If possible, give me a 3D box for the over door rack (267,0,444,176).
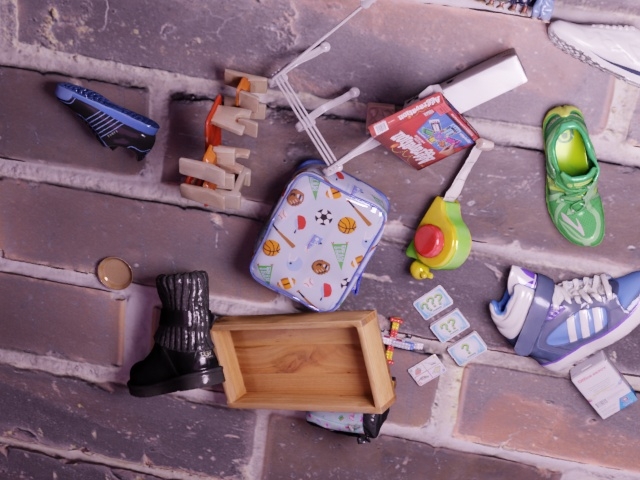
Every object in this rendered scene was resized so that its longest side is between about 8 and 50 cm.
[{"bbox_3d":[0.071,-0.299,1.762,0.324,0.108,0.239,-34,87,41],"label":"over door rack"}]

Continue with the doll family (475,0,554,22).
[{"bbox_3d":[0.371,-0.480,1.705,0.193,0.076,0.111,15,109,-2],"label":"doll family"}]

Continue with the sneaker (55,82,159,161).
[{"bbox_3d":[-0.459,-0.249,1.928,0.232,0.081,0.090,26,107,-3],"label":"sneaker"}]

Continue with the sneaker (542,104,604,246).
[{"bbox_3d":[0.493,-0.114,1.802,0.109,0.123,0.295,-13,110,14],"label":"sneaker"}]

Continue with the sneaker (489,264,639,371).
[{"bbox_3d":[0.506,0.114,1.888,0.236,0.130,0.323,41,118,-13],"label":"sneaker"}]

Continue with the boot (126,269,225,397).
[{"bbox_3d":[-0.339,0.207,2.058,0.348,0.131,0.260,-17,85,47],"label":"boot"}]

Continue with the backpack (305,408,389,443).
[{"bbox_3d":[0.056,0.372,2.074,0.182,0.152,0.115,9,106,18],"label":"backpack"}]

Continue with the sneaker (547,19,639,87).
[{"bbox_3d":[0.541,-0.369,1.722,0.235,0.090,0.095,24,102,-5],"label":"sneaker"}]

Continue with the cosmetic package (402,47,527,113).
[{"bbox_3d":[0.278,-0.290,1.780,0.239,0.099,0.060,-24,106,17],"label":"cosmetic package"}]

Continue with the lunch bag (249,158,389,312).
[{"bbox_3d":[0.000,0.000,1.938,0.243,0.115,0.303,26,115,-7],"label":"lunch bag"}]

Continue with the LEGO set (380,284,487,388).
[{"bbox_3d":[0.217,0.236,2.029,0.244,0.060,0.182,-34,99,20],"label":"LEGO set"}]

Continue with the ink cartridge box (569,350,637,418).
[{"bbox_3d":[0.614,0.313,1.995,0.088,0.052,0.122,-36,103,20],"label":"ink cartridge box"}]

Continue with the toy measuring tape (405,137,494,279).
[{"bbox_3d":[0.281,-0.045,1.866,0.121,0.121,0.330,28,114,-3],"label":"toy measuring tape"}]

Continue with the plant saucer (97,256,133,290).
[{"bbox_3d":[-0.467,0.073,2.096,0.083,0.015,0.083,4,113,8],"label":"plant saucer"}]

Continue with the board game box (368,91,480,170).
[{"bbox_3d":[0.204,-0.202,1.746,0.145,0.281,0.027,-24,73,18],"label":"board game box"}]

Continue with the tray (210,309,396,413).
[{"bbox_3d":[-0.047,0.261,1.983,0.411,0.076,0.202,-5,104,36],"label":"tray"}]

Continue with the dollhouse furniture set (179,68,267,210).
[{"bbox_3d":[-0.213,-0.178,1.837,0.135,0.262,0.259,16,145,5],"label":"dollhouse furniture set"}]

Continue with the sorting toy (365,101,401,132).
[{"bbox_3d":[0.135,-0.248,1.867,0.083,0.012,0.062,7,108,10],"label":"sorting toy"}]
